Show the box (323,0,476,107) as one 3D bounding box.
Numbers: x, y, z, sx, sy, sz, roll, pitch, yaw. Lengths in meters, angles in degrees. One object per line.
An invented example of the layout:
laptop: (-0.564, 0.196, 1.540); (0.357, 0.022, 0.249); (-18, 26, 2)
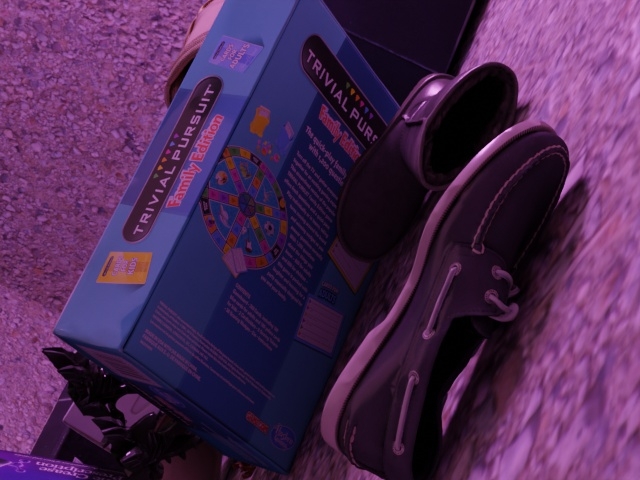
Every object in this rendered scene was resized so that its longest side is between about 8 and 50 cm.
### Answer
box: (0.062, -0.263, 1.462); (0.296, 0.182, 0.294); (126, 169, -66)

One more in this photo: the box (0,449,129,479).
box: (-0.354, 0.308, 1.461); (0.184, 0.261, 0.103); (-82, 1, -80)

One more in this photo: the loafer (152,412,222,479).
loafer: (-0.161, 0.293, 1.465); (0.092, 0.102, 0.268); (126, 160, -52)

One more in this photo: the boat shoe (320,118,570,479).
boat shoe: (0.080, 0.036, 0.682); (0.065, 0.075, 0.206); (34, 93, 41)

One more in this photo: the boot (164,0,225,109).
boot: (-0.121, -0.181, 1.465); (0.262, 0.095, 0.203); (-54, 13, 47)

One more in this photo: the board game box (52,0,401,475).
board game box: (-0.049, -0.009, 1.098); (0.254, 0.079, 0.336); (47, -119, -48)

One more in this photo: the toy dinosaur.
toy dinosaur: (-0.112, 0.116, 1.201); (0.218, 0.322, 0.164); (-33, 22, -16)

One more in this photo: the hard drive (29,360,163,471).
hard drive: (-0.292, 0.356, 1.690); (0.064, 0.237, 0.339); (-12, 42, 37)

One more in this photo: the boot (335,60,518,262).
boot: (0.079, -0.053, 1.010); (0.190, 0.076, 0.208); (-65, 12, 7)

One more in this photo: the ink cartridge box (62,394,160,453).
ink cartridge box: (-0.206, 0.144, 1.534); (0.154, 0.093, 0.212); (-58, 5, 9)
